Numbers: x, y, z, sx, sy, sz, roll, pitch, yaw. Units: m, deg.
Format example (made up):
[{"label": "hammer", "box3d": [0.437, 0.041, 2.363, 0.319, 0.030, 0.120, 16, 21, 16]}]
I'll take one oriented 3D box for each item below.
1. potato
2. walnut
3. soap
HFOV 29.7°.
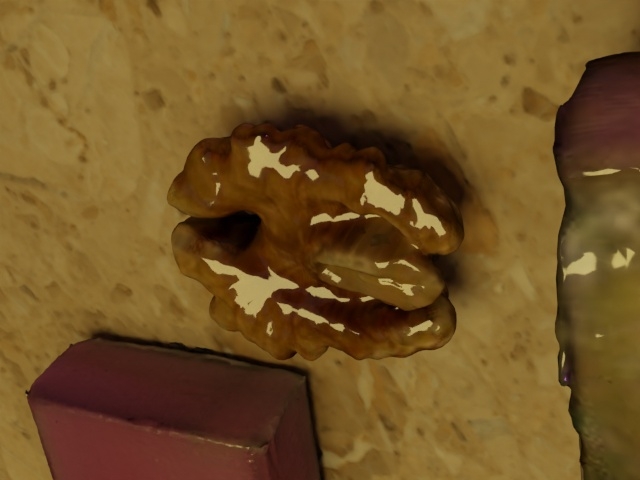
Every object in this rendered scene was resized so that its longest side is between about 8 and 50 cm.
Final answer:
[{"label": "potato", "box3d": [0.227, 0.015, 0.470, 0.264, 0.211, 0.189, 10, 122, 19]}, {"label": "walnut", "box3d": [0.000, 0.000, 0.669, 0.170, 0.069, 0.143, 15, 125, 18]}, {"label": "soap", "box3d": [-0.086, 0.200, 0.839, 0.181, 0.081, 0.259, 9, 124, 24]}]
